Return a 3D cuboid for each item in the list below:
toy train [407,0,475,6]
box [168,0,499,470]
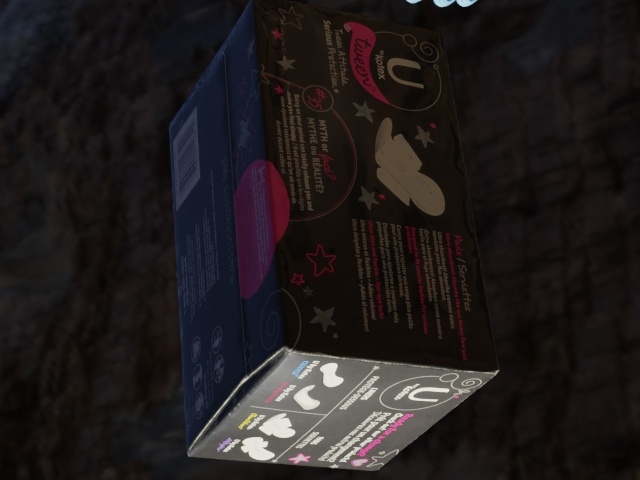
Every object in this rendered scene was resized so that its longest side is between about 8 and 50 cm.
[{"bbox_3d":[0.107,-0.255,1.290,0.080,0.105,0.184,42,-155,21],"label":"toy train"},{"bbox_3d":[0.000,0.000,0.972,0.142,0.163,0.247,9,-122,-24],"label":"box"}]
